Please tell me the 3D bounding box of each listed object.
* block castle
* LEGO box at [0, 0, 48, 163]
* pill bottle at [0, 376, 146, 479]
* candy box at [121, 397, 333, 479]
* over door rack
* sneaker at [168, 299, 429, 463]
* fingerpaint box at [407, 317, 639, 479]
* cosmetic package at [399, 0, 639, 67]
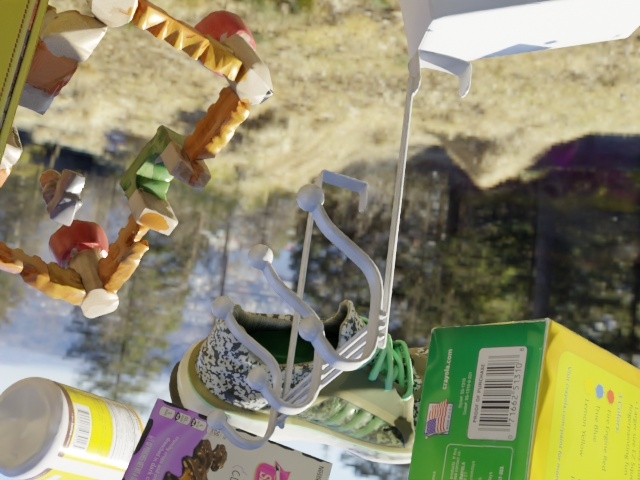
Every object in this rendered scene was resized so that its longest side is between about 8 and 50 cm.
[{"bbox_3d":[-0.309,-0.148,1.296,0.303,0.453,0.213,26,-160,-38],"label":"block castle"},{"bbox_3d":[-0.450,-0.256,0.927,0.373,0.500,0.193,17,179,-19],"label":"LEGO box"},{"bbox_3d":[-0.289,0.242,1.183,0.117,0.117,0.215,2,160,29],"label":"pill bottle"},{"bbox_3d":[-0.102,0.268,0.970,0.196,0.164,0.070,21,132,-3],"label":"candy box"},{"bbox_3d":[0.000,0.000,0.864,0.108,0.324,0.239,28,146,-10],"label":"over door rack"},{"bbox_3d":[0.040,0.152,1.152,0.410,0.158,0.182,4,138,-19],"label":"sneaker"},{"bbox_3d":[0.253,0.352,1.040,0.371,0.444,0.163,27,156,-38],"label":"fingerpaint box"},{"bbox_3d":[0.182,-0.300,0.916,0.224,0.224,0.138,-9,173,-4],"label":"cosmetic package"}]
